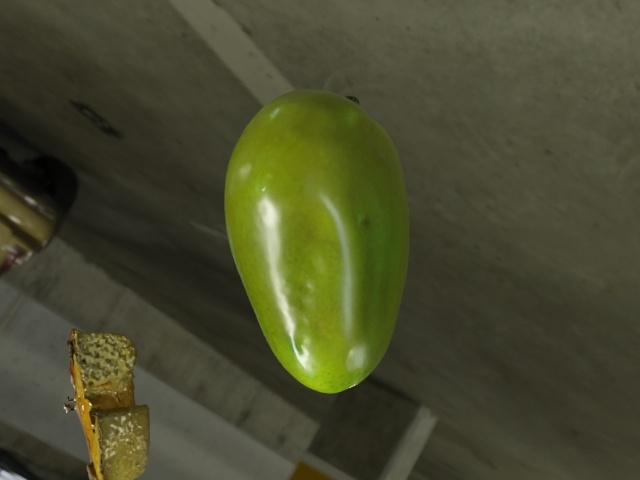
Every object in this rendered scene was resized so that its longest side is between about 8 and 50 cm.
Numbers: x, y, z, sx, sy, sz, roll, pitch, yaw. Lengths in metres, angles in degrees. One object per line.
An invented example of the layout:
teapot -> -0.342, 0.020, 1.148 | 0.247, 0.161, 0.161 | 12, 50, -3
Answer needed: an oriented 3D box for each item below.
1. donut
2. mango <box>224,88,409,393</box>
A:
donut -> -0.232, 0.190, 1.029 | 0.181, 0.078, 0.146 | -125, 34, -45
mango -> 0.004, -0.005, 0.873 | 0.149, 0.185, 0.273 | -4, 105, 35
